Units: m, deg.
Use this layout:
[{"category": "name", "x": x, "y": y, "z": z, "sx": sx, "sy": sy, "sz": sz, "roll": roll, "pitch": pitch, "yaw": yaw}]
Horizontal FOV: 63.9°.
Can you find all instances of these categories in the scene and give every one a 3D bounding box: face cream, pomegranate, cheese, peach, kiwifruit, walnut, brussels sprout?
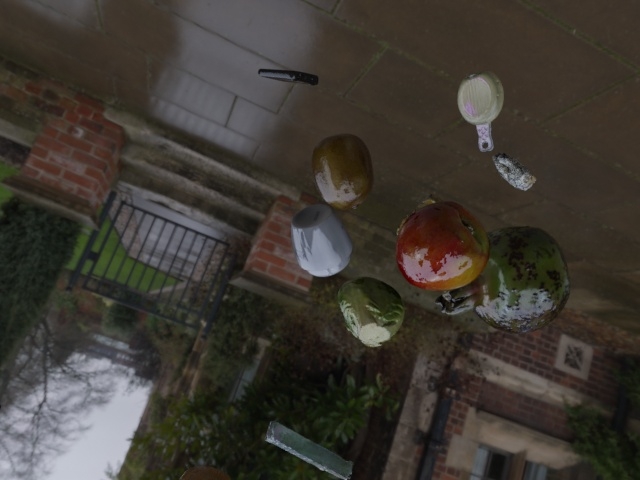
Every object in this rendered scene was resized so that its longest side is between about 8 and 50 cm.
[{"category": "face cream", "x": 0.000, "y": 0.000, "z": 0.791, "sx": 0.091, "sy": 0.091, "sz": 0.095, "roll": 9, "pitch": 134, "yaw": 38}, {"category": "pomegranate", "x": 0.434, "y": 0.109, "z": 1.271, "sx": 0.340, "sy": 0.285, "sz": 0.285, "roll": -14, "pitch": 176, "yaw": -18}, {"category": "cheese", "x": 0.476, "y": -0.377, "z": 1.512, "sx": 0.064, "sy": 0.228, "sz": 0.137, "roll": -14, "pitch": -173, "yaw": -44}, {"category": "peach", "x": 0.235, "y": 0.018, "z": 1.036, "sx": 0.197, "sy": 0.198, "sz": 0.197, "roll": 19, "pitch": 167, "yaw": 5}, {"category": "kiwifruit", "x": 0.069, "y": -0.208, "z": 1.575, "sx": 0.195, "sy": 0.234, "sz": 0.196, "roll": -15, "pitch": -178, "yaw": 1}, {"category": "walnut", "x": -0.334, "y": 0.734, "z": 1.399, "sx": 0.195, "sy": 0.222, "sz": 0.195, "roll": 17, "pitch": 130, "yaw": 21}, {"category": "brussels sprout", "x": 0.124, "y": 0.164, "z": 1.222, "sx": 0.143, "sy": 0.181, "sz": 0.161, "roll": -31, "pitch": 132, "yaw": 16}]

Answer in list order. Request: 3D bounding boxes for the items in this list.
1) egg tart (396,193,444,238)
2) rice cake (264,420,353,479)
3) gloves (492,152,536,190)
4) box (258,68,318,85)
[{"category": "egg tart", "x": 0.284, "y": -0.008, "z": 1.424, "sx": 0.105, "sy": 0.241, "sz": 0.241, "roll": 2, "pitch": 172, "yaw": -17}, {"category": "rice cake", "x": -0.022, "y": 0.449, "z": 1.092, "sx": 0.210, "sy": 0.043, "sz": 0.034, "roll": 33, "pitch": 146, "yaw": -12}, {"category": "gloves", "x": 0.611, "y": -0.226, "z": 1.646, "sx": 0.114, "sy": 0.070, "sz": 0.153, "roll": 10, "pitch": -143, "yaw": -56}, {"category": "box", "x": -0.084, "y": -0.427, "z": 1.342, "sx": 0.125, "sy": 0.027, "sz": 0.126, "roll": 14, "pitch": -164, "yaw": 28}]
